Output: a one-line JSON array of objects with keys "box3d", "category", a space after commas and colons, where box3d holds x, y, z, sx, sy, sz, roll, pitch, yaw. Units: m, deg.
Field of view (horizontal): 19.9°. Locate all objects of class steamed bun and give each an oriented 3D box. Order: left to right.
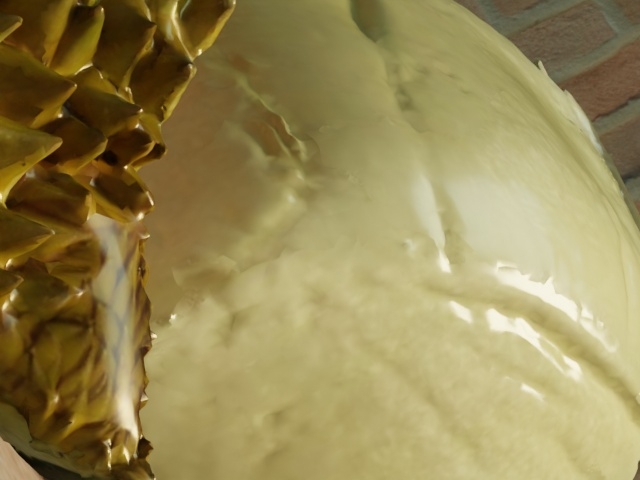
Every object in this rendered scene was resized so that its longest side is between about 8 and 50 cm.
[{"box3d": [0.000, 0.000, 0.768, 0.290, 0.272, 0.273, 55, -5, 38], "category": "steamed bun"}]

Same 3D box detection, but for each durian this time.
[{"box3d": [-0.133, -0.076, 0.553, 0.196, 0.185, 0.305, 34, 23, -34], "category": "durian"}]
